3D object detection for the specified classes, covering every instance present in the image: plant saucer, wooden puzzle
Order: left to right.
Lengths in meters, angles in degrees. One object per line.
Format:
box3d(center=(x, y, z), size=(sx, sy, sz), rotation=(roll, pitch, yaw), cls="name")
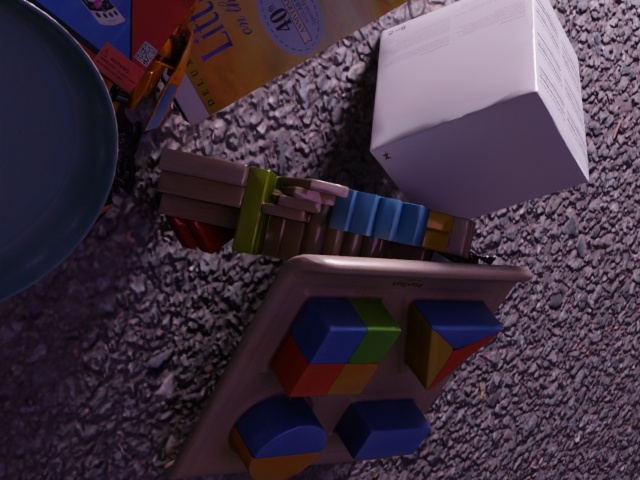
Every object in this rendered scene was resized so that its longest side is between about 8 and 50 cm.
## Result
box3d(center=(-0.314, -0.067, 0.819), size=(0.318, 0.043, 0.317), rotation=(-14, 133, -15), cls="plant saucer")
box3d(center=(0.039, 0.156, 1.158), size=(0.322, 0.080, 0.347), rotation=(3, 132, -39), cls="wooden puzzle")

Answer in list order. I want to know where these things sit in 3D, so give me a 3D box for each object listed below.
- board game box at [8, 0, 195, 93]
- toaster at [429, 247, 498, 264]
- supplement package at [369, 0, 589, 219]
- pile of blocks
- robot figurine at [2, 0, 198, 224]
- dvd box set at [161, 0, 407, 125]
box3d(center=(-0.197, -0.239, 0.791), size=(0.145, 0.027, 0.281), rotation=(-56, 137, -3), cls="board game box")
box3d(center=(0.095, 0.056, 1.297), size=(0.186, 0.110, 0.168), rotation=(27, 83, -43), cls="toaster")
box3d(center=(0.178, -0.153, 1.209), size=(0.149, 0.194, 0.203), rotation=(49, 35, -38), cls="supplement package")
box3d(center=(0.000, 0.000, 1.095), size=(0.362, 0.149, 0.112), rotation=(12, 90, -21), cls="pile of blocks")
box3d(center=(-0.220, -0.127, 0.932), size=(0.211, 0.085, 0.291), rotation=(17, 104, -39), cls="robot figurine")
box3d(center=(-0.016, -0.337, 1.007), size=(0.420, 0.062, 0.307), rotation=(-30, 124, -5), cls="dvd box set")
